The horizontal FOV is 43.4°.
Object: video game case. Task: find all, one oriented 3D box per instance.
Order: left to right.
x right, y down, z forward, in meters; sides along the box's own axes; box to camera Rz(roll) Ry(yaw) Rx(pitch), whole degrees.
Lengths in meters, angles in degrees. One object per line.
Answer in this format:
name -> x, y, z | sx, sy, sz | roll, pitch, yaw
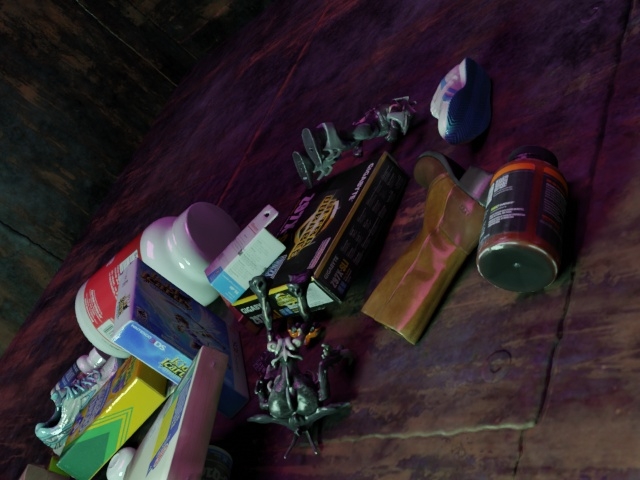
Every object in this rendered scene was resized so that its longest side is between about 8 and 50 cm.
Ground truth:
video game case -> -0.258, 0.176, 1.496 | 0.061, 0.269, 0.244 | -46, 24, 10

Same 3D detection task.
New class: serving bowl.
serving bowl -> -0.418, 0.464, 1.669 | 0.083, 0.027, 0.083 | -40, 25, 23

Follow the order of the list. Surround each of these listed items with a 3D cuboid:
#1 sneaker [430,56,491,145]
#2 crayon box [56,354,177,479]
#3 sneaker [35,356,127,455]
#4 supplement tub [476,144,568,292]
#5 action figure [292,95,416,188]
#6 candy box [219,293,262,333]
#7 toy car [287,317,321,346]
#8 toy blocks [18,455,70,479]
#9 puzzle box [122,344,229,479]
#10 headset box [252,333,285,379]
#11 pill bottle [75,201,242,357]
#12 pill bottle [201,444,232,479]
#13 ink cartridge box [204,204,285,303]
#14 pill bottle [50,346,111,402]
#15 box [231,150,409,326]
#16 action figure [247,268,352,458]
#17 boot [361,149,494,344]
sneaker -> 0.245, -0.232, 1.434 | 0.092, 0.087, 0.229 | -40, 18, 40
crayon box -> -0.426, 0.348, 1.754 | 0.323, 0.083, 0.203 | -46, 16, 10
sneaker -> -0.577, 0.385, 1.950 | 0.283, 0.122, 0.110 | -57, 25, -12
supplement tub -> 0.271, -0.036, 1.062 | 0.106, 0.106, 0.198 | -26, 33, 44
action figure -> 0.080, -0.210, 1.593 | 0.285, 0.099, 0.185 | -28, -2, -28
candy box -> -0.139, 0.109, 1.654 | 0.109, 0.053, 0.186 | -51, 22, 0
toy car -> -0.029, 0.160, 1.427 | 0.122, 0.060, 0.041 | -129, 34, -83
toy blocks -> -0.625, 0.654, 1.623 | 0.261, 0.190, 0.381 | -57, 21, 17
puzzle box -> -0.272, 0.397, 1.332 | 0.409, 0.052, 0.272 | -56, 16, 37
headset box -> -0.077, 0.209, 1.422 | 0.083, 0.032, 0.062 | -51, 24, -1
pill bottle -> -0.368, 0.090, 1.870 | 0.407, 0.229, 0.229 | -36, 28, 30
pill bottle -> -0.189, 0.404, 1.282 | 0.078, 0.078, 0.137 | -36, 28, 30
ink cartridge box -> -0.130, 0.023, 1.500 | 0.180, 0.060, 0.104 | -46, 18, -1
pill bottle -> -0.610, 0.358, 2.083 | 0.169, 0.094, 0.094 | -49, 24, 5
box -> 0.000, 0.000, 1.491 | 0.257, 0.079, 0.322 | -23, 29, 50
action figure -> -0.034, 0.189, 1.246 | 0.164, 0.141, 0.276 | -12, 79, 18
boot -> 0.159, 0.007, 1.266 | 0.280, 0.096, 0.264 | -58, 31, 3
